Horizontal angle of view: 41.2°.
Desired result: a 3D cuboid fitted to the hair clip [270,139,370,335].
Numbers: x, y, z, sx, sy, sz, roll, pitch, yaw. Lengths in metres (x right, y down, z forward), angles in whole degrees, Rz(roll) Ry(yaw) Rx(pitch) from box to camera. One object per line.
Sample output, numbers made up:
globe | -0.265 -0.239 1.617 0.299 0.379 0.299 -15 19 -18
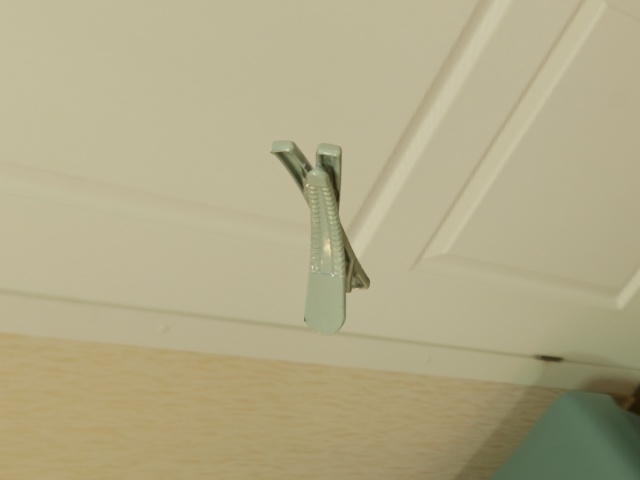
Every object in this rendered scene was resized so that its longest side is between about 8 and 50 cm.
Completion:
hair clip | 0.001 0.000 0.386 0.115 0.030 0.039 77 -165 -50
